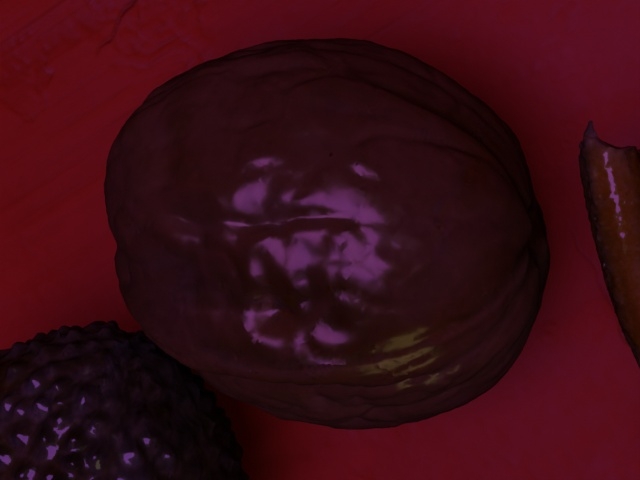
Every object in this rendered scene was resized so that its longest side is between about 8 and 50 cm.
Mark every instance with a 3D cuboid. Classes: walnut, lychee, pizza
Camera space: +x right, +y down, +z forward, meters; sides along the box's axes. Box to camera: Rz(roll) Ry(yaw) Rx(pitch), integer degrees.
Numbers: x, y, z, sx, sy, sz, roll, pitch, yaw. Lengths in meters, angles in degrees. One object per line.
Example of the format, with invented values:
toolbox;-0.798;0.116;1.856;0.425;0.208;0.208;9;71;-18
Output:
walnut;0.001;-0.002;1.134;0.313;0.277;0.252;-3;65;24
lychee;-0.176;0.184;1.221;0.255;0.255;0.274;25;117;15
pizza;0.241;0.007;1.106;0.058;0.197;0.292;-9;132;25
